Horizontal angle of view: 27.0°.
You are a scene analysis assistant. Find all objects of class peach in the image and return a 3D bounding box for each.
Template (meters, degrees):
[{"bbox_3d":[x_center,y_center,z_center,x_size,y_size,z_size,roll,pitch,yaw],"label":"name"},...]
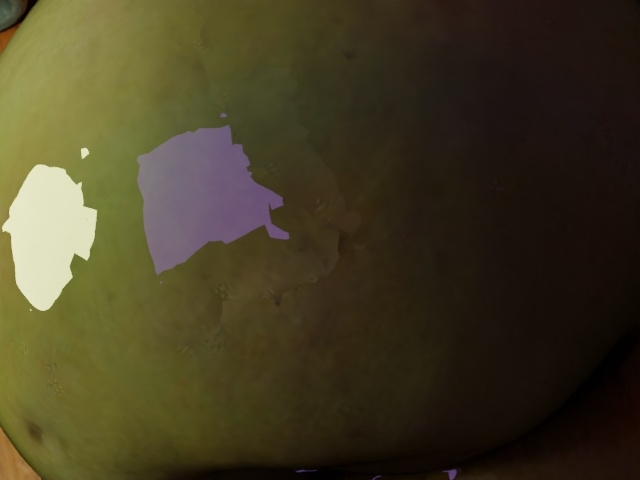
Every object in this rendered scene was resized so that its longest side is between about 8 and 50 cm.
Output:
[{"bbox_3d":[0.016,0.015,0.447,0.247,0.292,0.292,-28,63,20],"label":"peach"}]

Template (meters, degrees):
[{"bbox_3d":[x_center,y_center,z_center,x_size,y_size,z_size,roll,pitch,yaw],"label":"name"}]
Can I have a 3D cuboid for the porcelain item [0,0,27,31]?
[{"bbox_3d":[-0.272,-0.274,0.939,0.141,0.141,0.259,-19,74,21],"label":"porcelain item"}]
